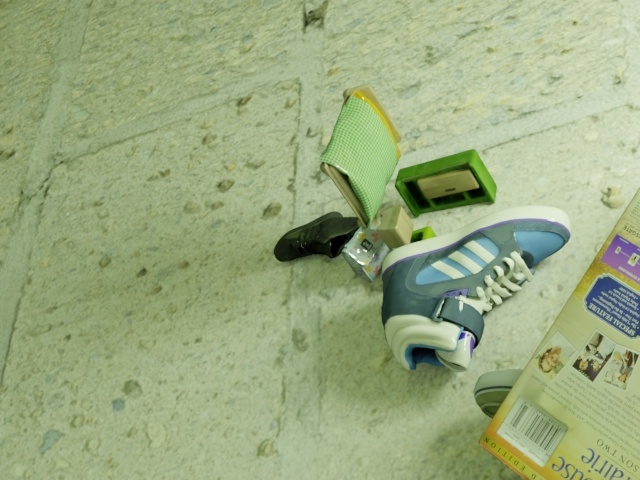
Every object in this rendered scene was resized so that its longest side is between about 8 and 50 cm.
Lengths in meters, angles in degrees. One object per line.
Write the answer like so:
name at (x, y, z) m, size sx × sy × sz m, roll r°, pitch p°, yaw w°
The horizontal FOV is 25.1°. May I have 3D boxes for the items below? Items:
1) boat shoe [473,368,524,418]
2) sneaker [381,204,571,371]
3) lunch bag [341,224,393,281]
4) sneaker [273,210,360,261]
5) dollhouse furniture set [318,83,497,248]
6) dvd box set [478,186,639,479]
boat shoe at (0.342, 0.254, 2.018) m, size 0.302 × 0.109 × 0.094 m, roll 8°, pitch 58°, yaw 36°
sneaker at (0.251, 0.095, 2.232) m, size 0.323 × 0.130 × 0.236 m, roll -17°, pitch 53°, yaw 14°
lunch bag at (0.078, 0.018, 2.440) m, size 0.053 × 0.083 × 0.071 m, roll 20°, pitch 64°, yaw 45°
sneaker at (0.001, 0.002, 2.534) m, size 0.170 × 0.051 × 0.089 m, roll -30°, pitch 36°, yaw 1°
dollhouse furniture set at (0.148, -0.104, 2.340) m, size 0.151 × 0.301 × 0.197 m, roll -11°, pitch 43°, yaw 30°
dvd box set at (0.434, 0.179, 1.885) m, size 0.308 × 0.062 × 0.420 m, roll 35°, pitch 97°, yaw 38°
